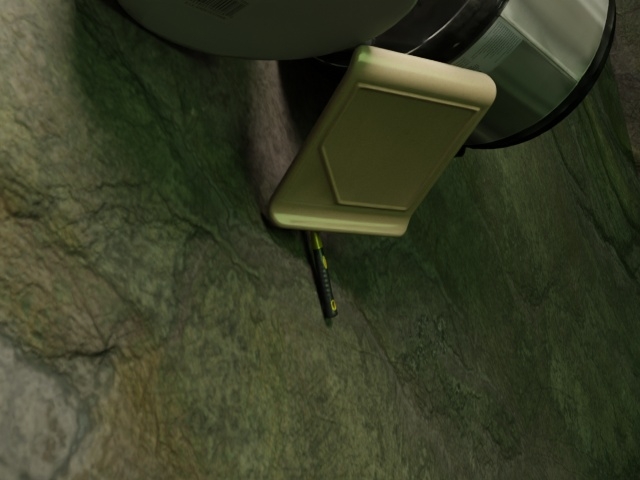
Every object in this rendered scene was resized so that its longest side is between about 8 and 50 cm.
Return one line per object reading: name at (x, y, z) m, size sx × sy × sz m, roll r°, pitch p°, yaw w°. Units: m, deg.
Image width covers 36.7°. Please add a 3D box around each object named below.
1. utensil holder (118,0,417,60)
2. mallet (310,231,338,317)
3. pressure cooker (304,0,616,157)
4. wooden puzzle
utensil holder at (-0.052, -0.422, 0.972) m, size 0.327 × 0.327 × 0.386 m, roll 26°, pitch 58°, yaw -56°
mallet at (0.000, 0.000, 1.204) m, size 0.062 × 0.039 × 0.190 m, roll -35°, pitch 114°, yaw -54°
pressure cooker at (0.189, -0.315, 1.310) m, size 0.420 × 0.369 × 0.376 m, roll 19°, pitch 75°, yaw -50°
wooden puzzle at (0.069, -0.111, 1.135) m, size 0.220 × 0.239 × 0.044 m, roll 4°, pitch 38°, yaw -38°
